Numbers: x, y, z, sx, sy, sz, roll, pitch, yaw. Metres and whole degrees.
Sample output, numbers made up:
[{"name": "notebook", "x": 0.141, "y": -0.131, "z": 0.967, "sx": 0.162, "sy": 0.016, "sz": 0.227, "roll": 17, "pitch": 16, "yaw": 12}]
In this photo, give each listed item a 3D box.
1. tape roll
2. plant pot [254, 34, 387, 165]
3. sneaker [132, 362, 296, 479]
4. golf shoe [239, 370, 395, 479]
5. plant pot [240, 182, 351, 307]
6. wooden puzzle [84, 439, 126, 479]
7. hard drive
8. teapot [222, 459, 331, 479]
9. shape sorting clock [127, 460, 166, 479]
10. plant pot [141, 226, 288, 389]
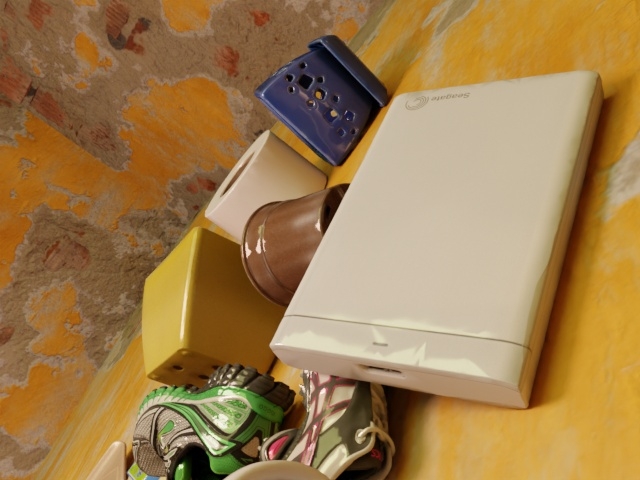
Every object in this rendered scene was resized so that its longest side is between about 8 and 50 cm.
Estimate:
[{"name": "tape roll", "x": -0.124, "y": -0.104, "z": 1.427, "sx": 0.246, "sy": 0.169, "sz": 0.246, "roll": -49, "pitch": 17, "yaw": 20}, {"name": "plant pot", "x": 0.006, "y": -0.331, "z": 1.440, "sx": 0.212, "sy": 0.236, "sz": 0.236, "roll": -47, "pitch": 16, "yaw": 4}, {"name": "sneaker", "x": -0.177, "y": 0.275, "z": 0.845, "sx": 0.343, "sy": 0.134, "sz": 0.146, "roll": -35, "pitch": 25, "yaw": 47}, {"name": "golf shoe", "x": 0.031, "y": 0.167, "z": 0.596, "sx": 0.120, "sy": 0.105, "sz": 0.273, "roll": 3, "pitch": 55, "yaw": 45}, {"name": "plant pot", "x": 0.000, "y": 0.000, "z": 0.899, "sx": 0.165, "sy": 0.167, "sz": 0.167, "roll": -22, "pitch": 34, "yaw": 48}, {"name": "wooden puzzle", "x": -0.448, "y": 0.537, "z": 1.249, "sx": 0.221, "sy": 0.044, "sz": 0.239, "roll": -55, "pitch": 20, "yaw": -7}, {"name": "hard drive", "x": 0.121, "y": -0.024, "z": 0.610, "sx": 0.233, "sy": 0.047, "sz": 0.353, "roll": 2, "pitch": 51, "yaw": 36}, {"name": "teapot", "x": -0.041, "y": 0.290, "z": 0.330, "sx": 0.252, "sy": 0.187, "sz": 0.256, "roll": -53, "pitch": 15, "yaw": 2}, {"name": "shape sorting clock", "x": -0.264, "y": 0.359, "z": 1.084, "sx": 0.206, "sy": 0.040, "sz": 0.206, "roll": -45, "pitch": 15, "yaw": 16}, {"name": "plant pot", "x": -0.171, "y": 0.140, "z": 1.024, "sx": 0.212, "sy": 0.212, "sz": 0.187, "roll": -39, "pitch": 35, "yaw": 42}]
